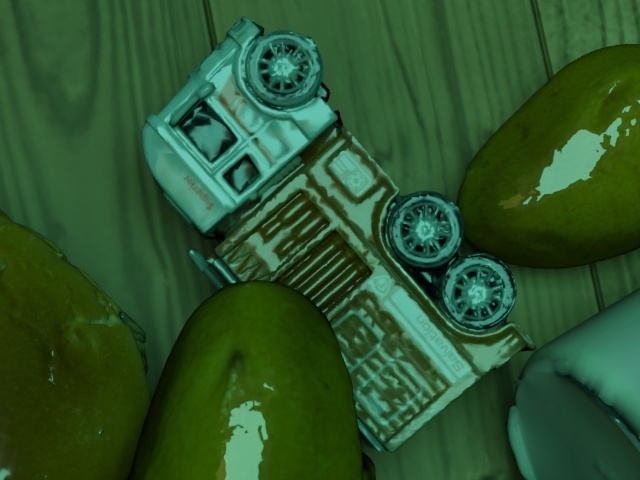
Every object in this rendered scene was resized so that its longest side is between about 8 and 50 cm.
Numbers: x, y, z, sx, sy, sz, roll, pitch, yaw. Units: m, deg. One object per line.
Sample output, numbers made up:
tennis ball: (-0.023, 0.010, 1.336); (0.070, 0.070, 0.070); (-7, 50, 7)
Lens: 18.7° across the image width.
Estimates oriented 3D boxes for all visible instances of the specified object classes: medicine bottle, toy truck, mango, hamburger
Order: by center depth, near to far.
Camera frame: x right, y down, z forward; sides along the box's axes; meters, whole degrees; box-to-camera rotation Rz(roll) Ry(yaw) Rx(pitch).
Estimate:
mango: (-0.056, 0.204, 1.241); (0.182, 0.253, 0.365); (2, 98, 2)
hamburger: (-0.269, 0.119, 1.283); (0.314, 0.170, 0.290); (-43, 100, -15)
medicine bottle: (0.334, 0.087, 1.343); (0.379, 0.213, 0.213); (-30, 84, -21)
toy truck: (0.000, 0.000, 1.367); (0.162, 0.136, 0.305); (-41, 89, -4)
mango: (0.200, -0.060, 1.419); (0.227, 0.109, 0.147); (-22, 107, -12)
